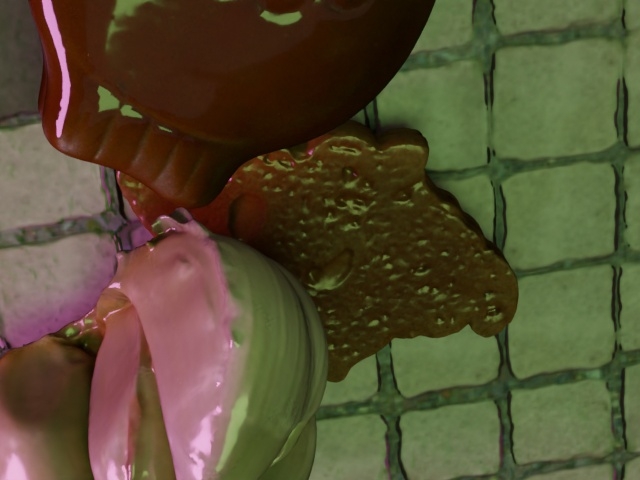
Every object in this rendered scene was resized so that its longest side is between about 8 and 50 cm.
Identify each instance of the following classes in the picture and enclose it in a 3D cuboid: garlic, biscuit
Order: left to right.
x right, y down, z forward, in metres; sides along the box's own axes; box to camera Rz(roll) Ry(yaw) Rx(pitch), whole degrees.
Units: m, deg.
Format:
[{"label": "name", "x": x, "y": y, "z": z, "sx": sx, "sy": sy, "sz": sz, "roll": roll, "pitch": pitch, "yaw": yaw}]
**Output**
[{"label": "garlic", "x": -0.092, "y": 0.132, "z": 0.934, "sx": 0.281, "sy": 0.203, "sz": 0.185, "roll": -31, "pitch": 140, "yaw": 24}, {"label": "biscuit", "x": 0.000, "y": 0.000, "z": 0.980, "sx": 0.280, "sy": 0.043, "sz": 0.183, "roll": 20, "pitch": 111, "yaw": -13}]

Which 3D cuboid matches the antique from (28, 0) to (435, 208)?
[{"label": "antique", "x": -0.051, "y": -0.160, "z": 0.841, "sx": 0.224, "sy": 0.129, "sz": 0.278, "roll": 19, "pitch": 111, "yaw": -19}]
